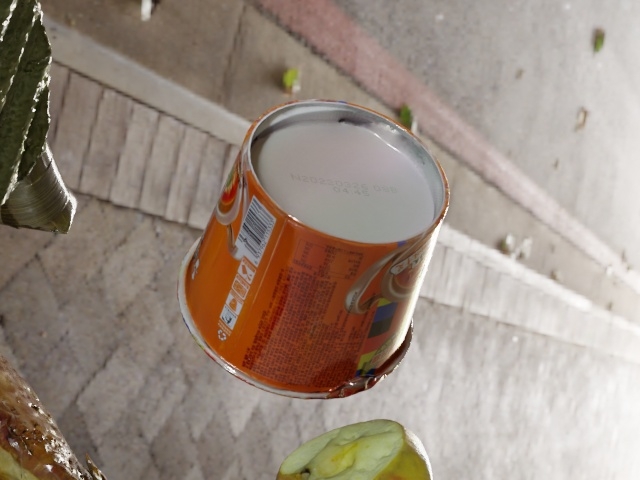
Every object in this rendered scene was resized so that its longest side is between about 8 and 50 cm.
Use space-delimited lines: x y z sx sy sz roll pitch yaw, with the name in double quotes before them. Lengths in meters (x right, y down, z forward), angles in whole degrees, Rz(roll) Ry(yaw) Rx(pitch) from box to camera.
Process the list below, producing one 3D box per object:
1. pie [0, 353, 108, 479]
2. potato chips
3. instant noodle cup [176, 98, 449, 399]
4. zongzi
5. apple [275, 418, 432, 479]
"pie" -0.269 0.200 0.986 0.085 0.308 0.308 -38 137 -24
"potato chips" -0.422 -0.130 1.212 0.358 0.070 0.429 -42 166 -54
"instant noodle cup" 0.000 0.000 1.036 0.250 0.250 0.192 -53 168 -45
"zongzi" -0.521 -0.113 1.669 0.248 0.241 0.111 83 12 -50
"apple" 0.035 0.279 1.106 0.195 0.173 0.160 -133 -148 -78
